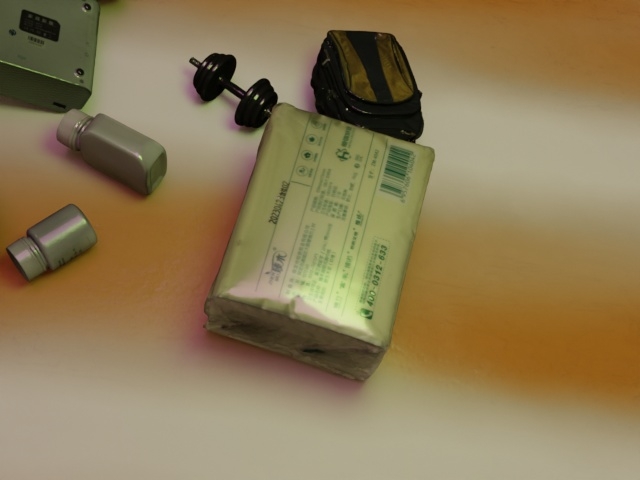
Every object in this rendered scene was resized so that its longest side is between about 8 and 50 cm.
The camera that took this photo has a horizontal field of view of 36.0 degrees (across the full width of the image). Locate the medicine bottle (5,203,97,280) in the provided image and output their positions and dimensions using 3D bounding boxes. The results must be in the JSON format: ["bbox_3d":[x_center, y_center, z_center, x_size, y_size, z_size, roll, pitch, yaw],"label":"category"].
[{"bbox_3d":[-0.438,0.004,1.605,0.130,0.080,0.080,-34,73,-21],"label":"medicine bottle"}]

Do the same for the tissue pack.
[{"bbox_3d":[0.000,0.000,1.596,0.297,0.207,0.380,19,63,0],"label":"tissue pack"}]

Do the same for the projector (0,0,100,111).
[{"bbox_3d":[-0.516,-0.355,1.711,0.250,0.108,0.198,15,60,-27],"label":"projector"}]

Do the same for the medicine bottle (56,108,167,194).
[{"bbox_3d":[-0.354,-0.155,1.673,0.183,0.119,0.069,26,63,8],"label":"medicine bottle"}]

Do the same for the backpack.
[{"bbox_3d":[0.088,-0.248,1.766,0.206,0.133,0.258,-5,53,-18],"label":"backpack"}]

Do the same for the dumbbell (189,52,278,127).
[{"bbox_3d":[-0.151,-0.269,1.768,0.208,0.099,0.099,35,65,11],"label":"dumbbell"}]
